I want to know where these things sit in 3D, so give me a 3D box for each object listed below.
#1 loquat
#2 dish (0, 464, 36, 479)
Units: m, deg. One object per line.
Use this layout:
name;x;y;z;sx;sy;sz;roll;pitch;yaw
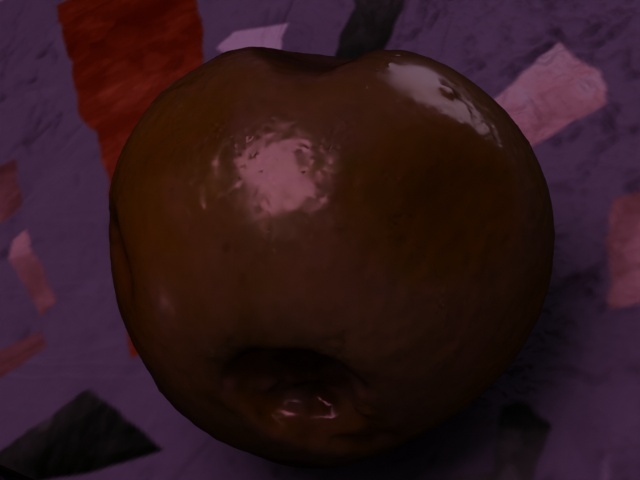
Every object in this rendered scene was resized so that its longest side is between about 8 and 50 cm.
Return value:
loquat;0.004;-0.003;0.735;0.213;0.213;0.213;-17;46;18
dish;-0.149;0.209;0.722;0.243;0.080;0.182;15;61;37
